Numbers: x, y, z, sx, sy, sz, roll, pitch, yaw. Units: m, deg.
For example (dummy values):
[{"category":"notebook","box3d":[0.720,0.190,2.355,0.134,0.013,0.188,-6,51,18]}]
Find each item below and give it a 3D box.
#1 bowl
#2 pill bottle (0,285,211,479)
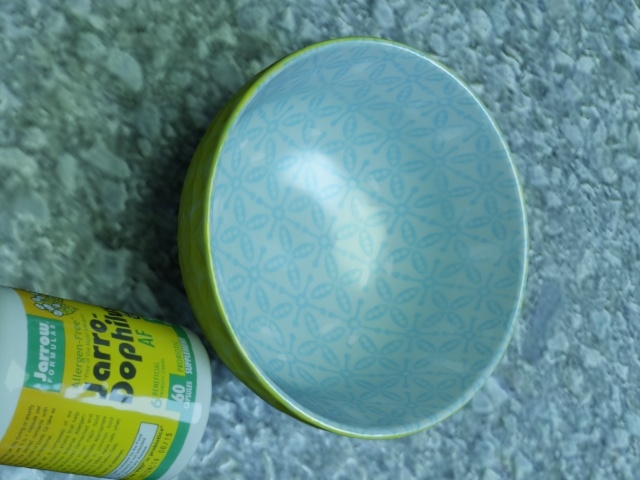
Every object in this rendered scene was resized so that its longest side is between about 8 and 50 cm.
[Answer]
[{"category":"bowl","box3d":[0.000,0.000,1.055,0.289,0.156,0.289,2,86,-35]},{"category":"pill bottle","box3d":[-0.188,0.094,0.940,0.208,0.117,0.117,15,78,-33]}]
